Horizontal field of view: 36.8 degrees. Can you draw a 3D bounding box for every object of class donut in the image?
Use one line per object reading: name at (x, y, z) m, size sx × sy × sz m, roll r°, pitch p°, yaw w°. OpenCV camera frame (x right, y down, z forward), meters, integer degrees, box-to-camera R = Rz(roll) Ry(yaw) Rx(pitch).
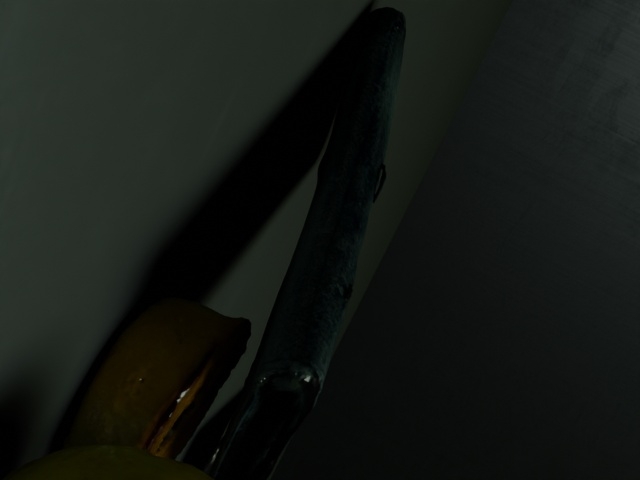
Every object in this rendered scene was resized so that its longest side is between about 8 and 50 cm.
donut at (-0.104, 0.101, 0.592) m, size 0.151 × 0.058 × 0.152 m, roll -59°, pitch 173°, yaw -12°

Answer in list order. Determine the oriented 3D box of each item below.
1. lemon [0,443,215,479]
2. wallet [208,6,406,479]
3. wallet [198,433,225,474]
lemon at (-0.115, 0.192, 0.437) m, size 0.207 × 0.170 × 0.170 m, roll -54°, pitch 171°, yaw -15°
wallet at (0.000, 0.000, 0.695) m, size 0.190 × 0.046 × 0.379 m, roll 114°, pitch -5°, yaw -46°
wallet at (-0.166, 0.339, 1.172) m, size 0.322 × 0.041 × 0.247 m, roll -57°, pitch 173°, yaw 12°
